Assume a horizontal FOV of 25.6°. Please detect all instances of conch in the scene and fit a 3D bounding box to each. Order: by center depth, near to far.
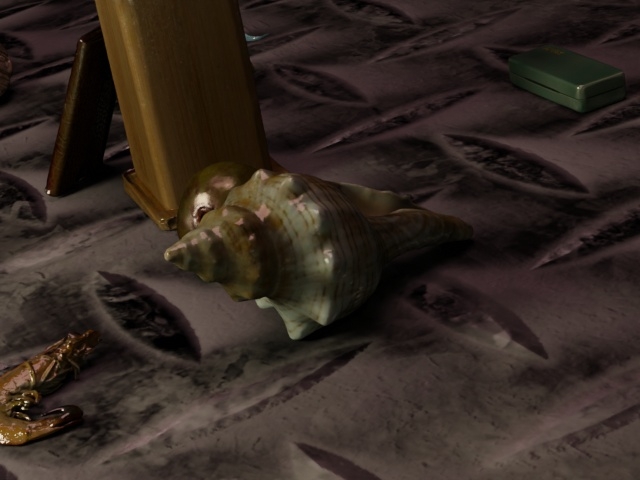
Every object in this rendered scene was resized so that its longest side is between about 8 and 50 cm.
[{"bbox_3d":[-0.008,0.011,1.458,0.386,0.169,0.203,11,27,-50],"label":"conch"}]

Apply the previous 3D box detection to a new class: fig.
[{"bbox_3d":[-0.086,-0.032,1.654,0.124,0.124,0.236,-4,3,16],"label":"fig"}]

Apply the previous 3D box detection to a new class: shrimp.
[{"bbox_3d":[-0.265,0.146,1.404,0.124,0.034,0.178,18,39,42],"label":"shrimp"}]

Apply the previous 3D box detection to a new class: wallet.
[{"bbox_3d":[-0.307,-0.183,1.889,0.039,0.243,0.133,25,33,11],"label":"wallet"}]

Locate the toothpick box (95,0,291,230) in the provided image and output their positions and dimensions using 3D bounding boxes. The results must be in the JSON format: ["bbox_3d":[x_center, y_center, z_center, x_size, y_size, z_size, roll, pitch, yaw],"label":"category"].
[{"bbox_3d":[-0.172,-0.199,1.772,0.187,0.308,0.190,-19,28,-16],"label":"toothpick box"}]

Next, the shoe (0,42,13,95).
[{"bbox_3d":[-0.658,-0.308,2.404,0.198,0.172,0.351,-43,42,15],"label":"shoe"}]

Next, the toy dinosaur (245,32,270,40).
[{"bbox_3d":[-0.176,-0.342,2.383,0.197,0.045,0.080,2,17,34],"label":"toy dinosaur"}]

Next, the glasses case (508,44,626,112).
[{"bbox_3d":[0.333,-0.222,1.917,0.078,0.039,0.184,-20,26,-18],"label":"glasses case"}]

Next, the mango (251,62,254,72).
[{"bbox_3d":[-0.187,-0.243,2.118,0.165,0.089,0.115,-28,26,-20],"label":"mango"}]
